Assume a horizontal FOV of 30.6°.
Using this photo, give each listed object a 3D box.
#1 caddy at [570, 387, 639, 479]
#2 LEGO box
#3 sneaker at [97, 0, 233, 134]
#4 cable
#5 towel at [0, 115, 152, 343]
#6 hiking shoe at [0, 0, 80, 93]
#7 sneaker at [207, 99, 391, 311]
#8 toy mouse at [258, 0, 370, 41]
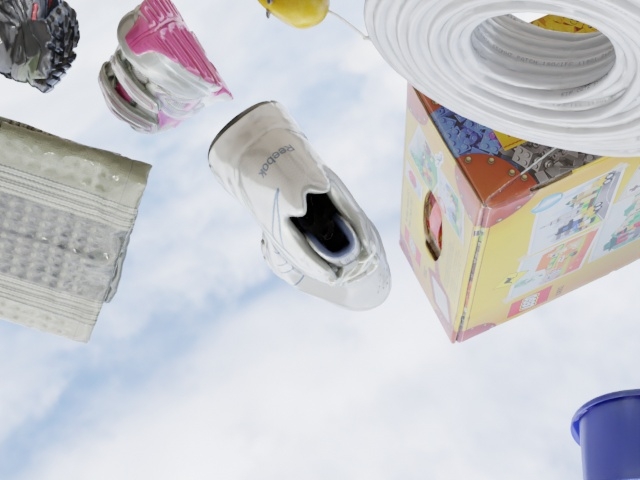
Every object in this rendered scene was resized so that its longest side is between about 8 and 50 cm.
[{"bbox_3d":[0.516,0.293,1.617,0.341,0.241,0.179,-7,-129,25],"label":"caddy"},{"bbox_3d":[0.310,-0.089,1.540,0.373,0.500,0.193,-24,-112,-8],"label":"LEGO box"},{"bbox_3d":[-0.159,-0.153,1.131,0.111,0.103,0.252,-32,173,1],"label":"sneaker"},{"bbox_3d":[0.156,-0.148,0.786,0.257,0.257,0.089,0,-117,40],"label":"cable"},{"bbox_3d":[-0.353,-0.030,1.212,0.312,0.324,0.056,120,-15,-45],"label":"towel"},{"bbox_3d":[-0.260,-0.229,0.946,0.114,0.226,0.086,12,-147,7],"label":"hiking shoe"},{"bbox_3d":[0.000,0.000,1.089,0.111,0.297,0.129,-42,-128,0],"label":"sneaker"},{"bbox_3d":[-0.024,-0.229,0.917,0.161,0.143,0.031,18,-135,3],"label":"toy mouse"}]
